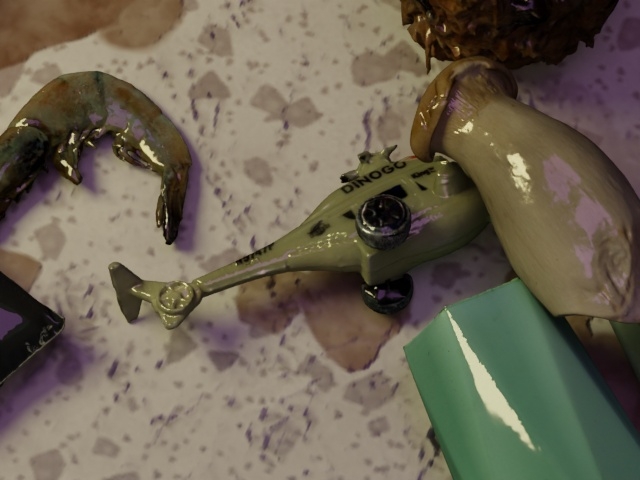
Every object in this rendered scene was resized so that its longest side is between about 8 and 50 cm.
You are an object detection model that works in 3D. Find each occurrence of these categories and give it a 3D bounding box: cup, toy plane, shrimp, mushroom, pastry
[{"bbox_3d":[0.153,0.147,1.203,0.148,0.134,0.235,-29,70,16],"label":"cup"},{"bbox_3d":[0.000,0.000,1.269,0.286,0.092,0.108,-23,54,-12],"label":"toy plane"},{"bbox_3d":[-0.174,-0.027,1.289,0.148,0.035,0.195,38,71,5],"label":"shrimp"},{"bbox_3d":[0.146,-0.029,1.204,0.097,0.088,0.212,-44,76,6],"label":"mushroom"},{"bbox_3d":[0.114,-0.251,1.291,0.193,0.275,0.275,14,66,39],"label":"pastry"}]

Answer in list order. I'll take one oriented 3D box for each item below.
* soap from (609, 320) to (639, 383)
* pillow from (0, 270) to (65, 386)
[{"bbox_3d":[0.319,0.098,1.254,0.173,0.095,0.289,-22,75,-11],"label":"soap"},{"bbox_3d":[-0.288,0.089,1.224,0.141,0.055,0.208,39,77,6],"label":"pillow"}]
